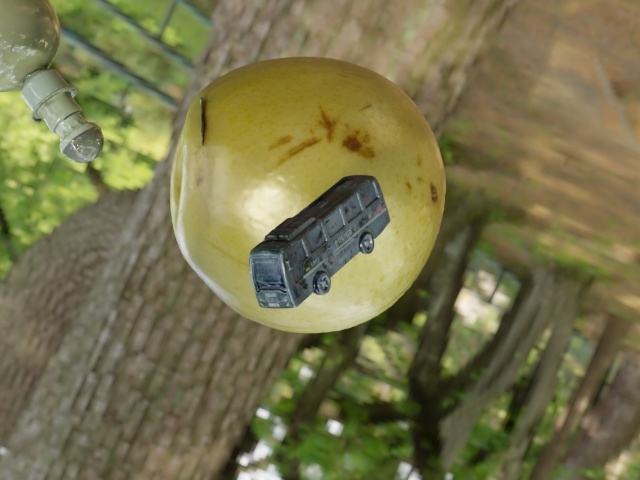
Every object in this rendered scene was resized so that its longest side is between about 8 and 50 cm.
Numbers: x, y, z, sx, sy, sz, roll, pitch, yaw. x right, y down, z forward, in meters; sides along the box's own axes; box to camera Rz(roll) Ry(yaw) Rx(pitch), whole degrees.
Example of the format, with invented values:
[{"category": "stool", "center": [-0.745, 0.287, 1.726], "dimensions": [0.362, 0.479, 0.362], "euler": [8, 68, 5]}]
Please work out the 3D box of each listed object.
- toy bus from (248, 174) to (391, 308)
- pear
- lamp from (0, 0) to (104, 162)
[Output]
[{"category": "toy bus", "center": [0.000, 0.000, 1.311], "dimensions": [0.047, 0.065, 0.166], "euler": [-1, -154, 37]}, {"category": "pear", "center": [-0.019, -0.049, 1.597], "dimensions": [0.309, 0.309, 0.309], "euler": [24, 179, 0]}, {"category": "lamp", "center": [-0.222, -0.127, 1.148], "dimensions": [0.163, 0.091, 0.091], "euler": [53, -176, 9]}]
